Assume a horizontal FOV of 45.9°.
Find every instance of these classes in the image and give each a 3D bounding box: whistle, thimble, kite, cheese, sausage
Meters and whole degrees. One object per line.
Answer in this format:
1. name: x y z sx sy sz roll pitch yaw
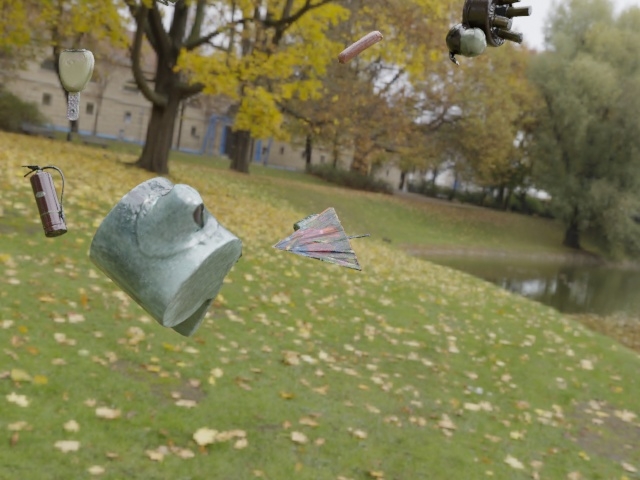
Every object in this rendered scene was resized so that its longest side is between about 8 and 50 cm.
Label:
1. whistle: -0.247 0.036 1.288 0.168 0.188 0.405 39 -12 10
2. thimble: -0.022 -0.022 2.376 0.090 0.118 0.135 -33 -5 -10
3. kite: 0.000 0.000 1.772 0.233 0.016 0.321 -9 28 -7
4. cheese: -0.665 -0.420 2.045 0.097 0.192 0.037 2 -5 6
5. sausage: 0.110 -0.547 2.140 0.030 0.147 0.035 53 -7 35

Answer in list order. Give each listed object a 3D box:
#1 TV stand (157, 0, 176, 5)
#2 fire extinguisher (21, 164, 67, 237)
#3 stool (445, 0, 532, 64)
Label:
1. TV stand: -0.411 -0.572 1.628 0.042 0.036 0.249 -35 -29 30
2. fire extinguisher: -0.538 -0.089 1.502 0.078 0.157 0.045 -20 -11 1
3. stool: 0.348 -0.450 1.573 0.121 0.217 0.125 22 -30 38
